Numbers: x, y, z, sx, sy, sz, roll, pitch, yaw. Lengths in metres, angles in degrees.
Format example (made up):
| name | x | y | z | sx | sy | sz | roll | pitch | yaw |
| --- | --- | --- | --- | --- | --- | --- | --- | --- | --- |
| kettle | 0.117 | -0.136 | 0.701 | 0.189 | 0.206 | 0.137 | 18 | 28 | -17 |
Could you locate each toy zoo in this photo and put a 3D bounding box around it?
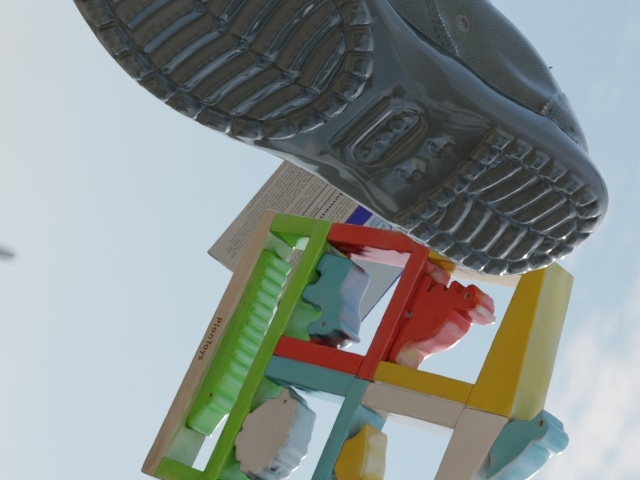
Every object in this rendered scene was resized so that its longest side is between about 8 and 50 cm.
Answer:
| name | x | y | z | sx | sy | sz | roll | pitch | yaw |
| --- | --- | --- | --- | --- | --- | --- | --- | --- | --- |
| toy zoo | 0.030 | 0.086 | 1.045 | 0.293 | 0.030 | 0.192 | 10 | -110 | 47 |

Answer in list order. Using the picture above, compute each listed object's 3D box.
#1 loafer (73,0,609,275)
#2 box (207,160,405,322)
| name | x | y | z | sx | sy | sz | roll | pitch | yaw |
| --- | --- | --- | --- | --- | --- | --- | --- | --- | --- |
| loafer | 0.004 | -0.079 | 0.655 | 0.094 | 0.251 | 0.087 | -34 | -145 | 29 |
| box | 0.000 | 0.000 | 1.370 | 0.126 | 0.072 | 0.137 | -50 | -149 | -3 |
